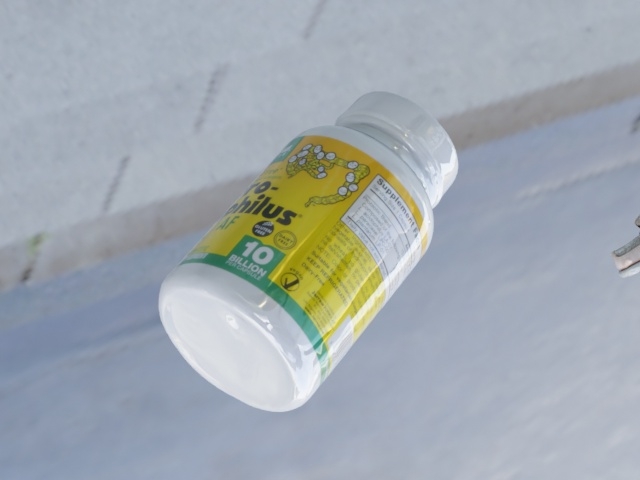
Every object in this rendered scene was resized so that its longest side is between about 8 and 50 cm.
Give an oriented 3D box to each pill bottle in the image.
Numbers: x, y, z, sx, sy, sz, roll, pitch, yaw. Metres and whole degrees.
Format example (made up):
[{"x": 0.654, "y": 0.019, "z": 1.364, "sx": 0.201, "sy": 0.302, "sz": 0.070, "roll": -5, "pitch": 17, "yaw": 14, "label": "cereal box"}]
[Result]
[{"x": 0.000, "y": 0.000, "z": 1.082, "sx": 0.208, "sy": 0.118, "sz": 0.117, "roll": -49, "pitch": 153, "yaw": -31, "label": "pill bottle"}]

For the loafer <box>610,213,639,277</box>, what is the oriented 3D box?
[{"x": 0.214, "y": -0.027, "z": 0.947, "sx": 0.125, "sy": 0.039, "sz": 0.045, "roll": -34, "pitch": 178, "yaw": 9, "label": "loafer"}]
